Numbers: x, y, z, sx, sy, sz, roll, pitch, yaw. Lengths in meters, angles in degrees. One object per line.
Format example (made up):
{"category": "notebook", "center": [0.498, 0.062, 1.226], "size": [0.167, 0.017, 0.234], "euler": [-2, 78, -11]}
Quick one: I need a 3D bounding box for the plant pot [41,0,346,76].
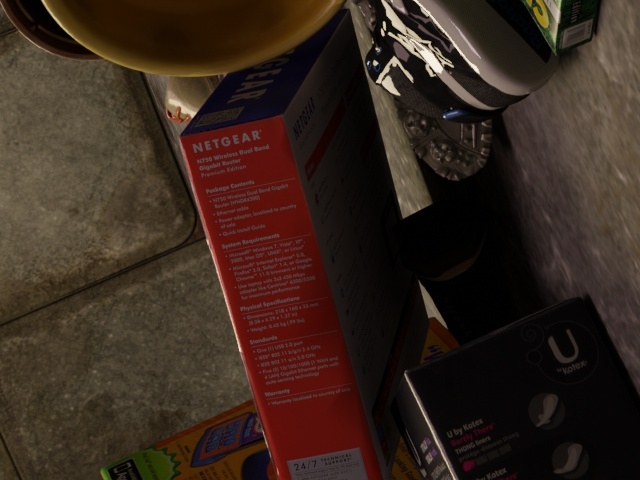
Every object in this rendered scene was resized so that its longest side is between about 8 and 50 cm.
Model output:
{"category": "plant pot", "center": [-0.103, -0.297, 1.468], "size": [0.254, 0.254, 0.239], "euler": [76, -177, -47]}

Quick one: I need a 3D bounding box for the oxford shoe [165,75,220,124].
{"category": "oxford shoe", "center": [-0.105, -0.143, 2.159], "size": [0.123, 0.130, 0.348], "euler": [89, 156, -68]}

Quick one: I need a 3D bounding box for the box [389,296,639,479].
{"category": "box", "center": [0.171, 0.200, 1.359], "size": [0.165, 0.143, 0.270], "euler": [100, 146, -76]}

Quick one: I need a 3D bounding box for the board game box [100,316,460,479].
{"category": "board game box", "center": [0.059, 0.346, 1.706], "size": [0.356, 0.356, 0.356], "euler": [-133, 21, -64]}

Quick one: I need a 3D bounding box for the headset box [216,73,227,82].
{"category": "headset box", "center": [-0.082, -0.266, 1.770], "size": [0.218, 0.110, 0.293], "euler": [79, 165, -54]}

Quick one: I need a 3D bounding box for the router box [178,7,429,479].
{"category": "router box", "center": [0.000, 0.000, 1.522], "size": [0.335, 0.082, 0.301], "euler": [-64, -39, -69]}

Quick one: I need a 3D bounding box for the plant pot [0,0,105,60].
{"category": "plant pot", "center": [-0.208, -0.254, 1.720], "size": [0.165, 0.167, 0.167], "euler": [-116, 5, -77]}

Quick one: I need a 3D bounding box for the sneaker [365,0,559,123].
{"category": "sneaker", "center": [0.043, -0.160, 1.185], "size": [0.217, 0.079, 0.121], "euler": [53, 148, 0]}

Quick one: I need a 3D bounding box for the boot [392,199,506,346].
{"category": "boot", "center": [0.123, 0.046, 1.531], "size": [0.137, 0.077, 0.198], "euler": [63, -175, -9]}

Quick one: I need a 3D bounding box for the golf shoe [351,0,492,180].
{"category": "golf shoe", "center": [0.081, -0.128, 1.380], "size": [0.086, 0.069, 0.176], "euler": [-5, -106, -78]}

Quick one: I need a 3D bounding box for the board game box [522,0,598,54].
{"category": "board game box", "center": [0.089, -0.244, 1.087], "size": [0.136, 0.030, 0.260], "euler": [89, 156, -63]}
